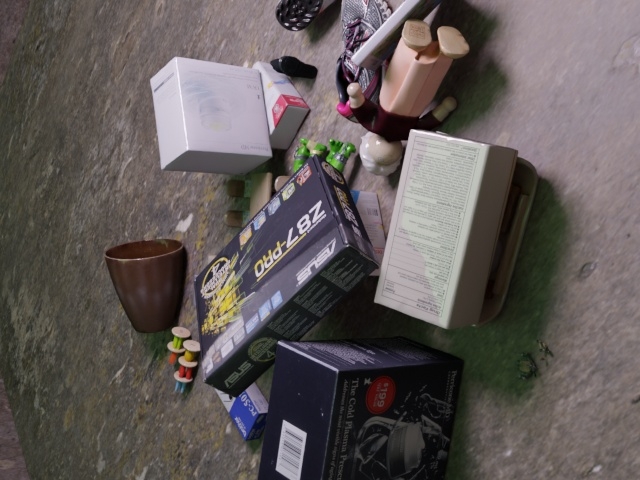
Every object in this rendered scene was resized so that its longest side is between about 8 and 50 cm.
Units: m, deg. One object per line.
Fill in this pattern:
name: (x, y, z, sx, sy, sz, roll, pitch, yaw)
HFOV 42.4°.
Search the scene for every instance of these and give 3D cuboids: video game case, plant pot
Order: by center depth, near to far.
video game case: (0.152, -0.400, 1.525, 0.023, 0.193, 0.212, 46, 105, 2)
plant pot: (-0.477, 0.132, 2.294, 0.215, 0.215, 0.230, 14, 113, 50)

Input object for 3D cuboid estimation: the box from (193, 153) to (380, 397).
box: (-0.084, 0.064, 1.591, 0.395, 0.097, 0.318, -44, 34, 19)

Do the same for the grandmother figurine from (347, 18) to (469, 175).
grandmother figurine: (0.148, -0.252, 1.554, 0.342, 0.208, 0.104, 109, 177, -50)

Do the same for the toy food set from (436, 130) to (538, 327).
toy food set: (0.250, -0.025, 1.487, 0.220, 0.092, 0.306, 27, 109, 48)

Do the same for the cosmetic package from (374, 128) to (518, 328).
cosmetic package: (0.212, -0.022, 1.403, 0.160, 0.113, 0.309, 19, 103, 37)

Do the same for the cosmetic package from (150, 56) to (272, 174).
cosmetic package: (-0.250, -0.279, 1.889, 0.138, 0.224, 0.224, -22, 73, 50)

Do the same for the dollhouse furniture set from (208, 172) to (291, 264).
dollhouse furniture set: (-0.162, -0.039, 1.931, 0.212, 0.161, 0.242, 2, 90, 51)

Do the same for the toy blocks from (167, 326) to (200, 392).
toy blocks: (-0.385, 0.330, 2.262, 0.123, 0.054, 0.148, 39, 117, 44)

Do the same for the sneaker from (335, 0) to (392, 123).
sneaker: (0.084, -0.387, 1.697, 0.121, 0.112, 0.299, -20, 71, 49)

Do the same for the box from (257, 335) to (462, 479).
box: (0.071, 0.363, 1.509, 0.179, 0.312, 0.343, 16, 101, 49)

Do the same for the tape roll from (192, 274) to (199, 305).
tape roll: (-0.183, 0.118, 1.902, 0.219, 0.219, 0.072, 2, 90, 50)

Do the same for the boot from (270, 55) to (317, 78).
boot: (-0.077, -0.400, 1.889, 0.099, 0.121, 0.045, 23, 103, 42)

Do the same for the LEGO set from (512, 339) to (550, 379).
LEGO set: (0.359, 0.207, 1.403, 0.083, 0.023, 0.054, -35, 63, 29)

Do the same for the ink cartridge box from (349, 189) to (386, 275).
ink cartridge box: (0.075, -0.008, 1.687, 0.061, 0.104, 0.181, -25, 68, 46)

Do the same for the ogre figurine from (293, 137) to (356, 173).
ogre figurine: (-0.003, -0.158, 1.808, 0.197, 0.097, 0.118, 11, 78, 35)

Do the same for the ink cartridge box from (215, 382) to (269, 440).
ink cartridge box: (-0.197, 0.384, 2.039, 0.207, 0.046, 0.097, 50, 125, 39)

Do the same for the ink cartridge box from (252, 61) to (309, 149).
ink cartridge box: (-0.115, -0.322, 1.962, 0.127, 0.072, 0.175, -57, 48, 33)

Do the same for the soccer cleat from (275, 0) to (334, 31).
soccer cleat: (0.031, -0.579, 1.789, 0.318, 0.108, 0.116, -30, 29, 36)
